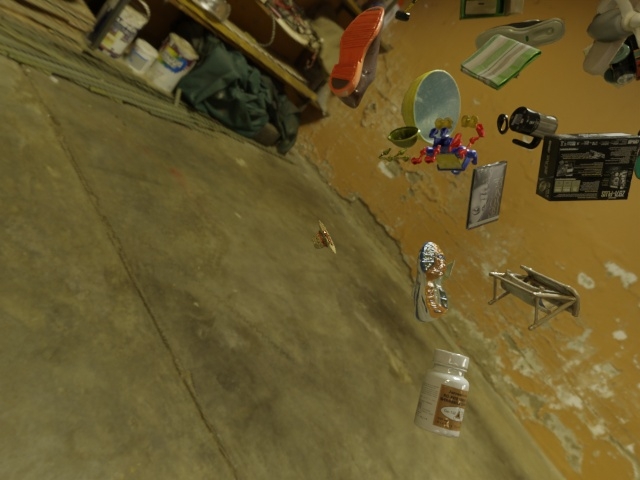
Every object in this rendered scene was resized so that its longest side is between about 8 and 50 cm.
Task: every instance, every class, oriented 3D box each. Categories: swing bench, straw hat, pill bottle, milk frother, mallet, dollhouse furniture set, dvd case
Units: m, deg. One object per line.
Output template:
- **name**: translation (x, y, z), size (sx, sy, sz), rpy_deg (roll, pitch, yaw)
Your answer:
- **swing bench**: translation (0.885, 0.220, 1.810), size (0.253, 0.255, 0.165), rpy_deg (-141, -137, -64)
- **straw hat**: translation (0.000, 0.000, 1.568), size (0.144, 0.061, 0.144), rpy_deg (62, 8, -15)
- **pill bottle**: translation (0.364, 0.446, 1.282), size (0.131, 0.229, 0.131), rpy_deg (15, -12, 3)
- **milk frother**: translation (0.705, -0.400, 1.501), size (0.135, 0.129, 0.143), rpy_deg (9, 41, -21)
- **mallet**: translation (0.406, -1.025, 1.887), size (0.063, 0.190, 0.039), rpy_deg (3, 73, -32)
- **dollhouse furniture set**: translation (0.547, -0.674, 1.407), size (0.197, 0.152, 0.301), rpy_deg (-87, 176, -74)
- **dvd case**: translation (0.575, -0.155, 1.506), size (0.165, 0.221, 0.018), rpy_deg (-16, 29, -29)

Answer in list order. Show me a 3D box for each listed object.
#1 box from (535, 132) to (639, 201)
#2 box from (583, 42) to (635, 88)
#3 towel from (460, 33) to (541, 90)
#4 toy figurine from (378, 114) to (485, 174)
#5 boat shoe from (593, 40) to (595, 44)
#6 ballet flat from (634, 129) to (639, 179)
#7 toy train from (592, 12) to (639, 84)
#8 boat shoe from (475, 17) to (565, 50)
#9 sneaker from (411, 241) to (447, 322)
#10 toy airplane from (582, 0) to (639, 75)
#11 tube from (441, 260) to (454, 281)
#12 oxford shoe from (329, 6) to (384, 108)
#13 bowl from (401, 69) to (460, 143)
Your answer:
- **box**: translation (0.616, -0.171, 1.010), size (0.077, 0.180, 0.147), rpy_deg (-85, 173, -70)
- **box**: translation (1.177, -0.715, 1.739), size (0.275, 0.113, 0.094), rpy_deg (7, 63, -38)
- **towel**: translation (0.383, -0.391, 0.940), size (0.023, 0.113, 0.152), rpy_deg (39, 16, -35)
- **toy figurine**: translation (0.419, -0.289, 1.546), size (0.363, 0.191, 0.217), rpy_deg (7, -27, 43)
- **boat shoe**: translation (1.079, -0.715, 1.562), size (0.178, 0.060, 0.064), rpy_deg (27, -34, 46)
- **ballet flat**: translation (1.248, -0.333, 1.667), size (0.074, 0.074, 0.203), rpy_deg (-14, 105, -70)
- **toy train**: translation (1.030, -0.669, 1.439), size (0.142, 0.190, 0.333), rpy_deg (37, 50, -45)
- **boat shoe**: translation (0.569, -0.583, 1.247), size (0.079, 0.233, 0.083), rpy_deg (-51, 135, -50)
- **sneaker**: translation (0.364, 0.144, 1.526), size (0.112, 0.131, 0.296), rpy_deg (20, 55, -14)
- **toy airplane**: translation (0.707, -0.587, 0.880), size (0.273, 0.384, 0.385), rpy_deg (14, 70, -30)
- **tube**: translation (0.521, 0.171, 1.970), size (0.062, 0.240, 0.070), rpy_deg (-6, 68, -27)
- **oxford shoe**: translation (0.139, -0.629, 1.494), size (0.130, 0.363, 0.133), rpy_deg (17, -11, 35)
- **bowl**: translation (0.432, -0.553, 1.819), size (0.290, 0.289, 0.156), rpy_deg (32, -8, -38)
